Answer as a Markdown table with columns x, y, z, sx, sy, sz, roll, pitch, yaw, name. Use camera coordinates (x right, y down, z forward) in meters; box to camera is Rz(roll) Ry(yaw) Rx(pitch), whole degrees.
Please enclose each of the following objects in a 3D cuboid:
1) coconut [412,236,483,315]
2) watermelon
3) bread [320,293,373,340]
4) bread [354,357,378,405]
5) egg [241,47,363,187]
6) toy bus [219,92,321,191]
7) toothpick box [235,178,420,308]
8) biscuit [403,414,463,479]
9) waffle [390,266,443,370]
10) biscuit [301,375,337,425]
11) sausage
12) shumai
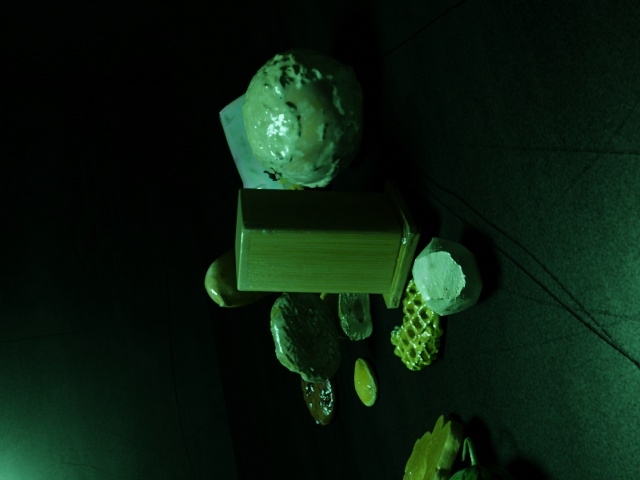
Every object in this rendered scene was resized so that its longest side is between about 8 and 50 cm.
| x | y | z | sx | sy | sz | roll | pitch | yaw | name |
| --- | --- | --- | --- | --- | --- | --- | --- | --- | --- |
| 0.199 | 0.051 | 1.051 | 0.110 | 0.110 | 0.125 | 122 | 133 | -59 | coconut |
| 0.243 | 0.391 | 0.989 | 0.141 | 0.140 | 0.188 | 126 | 134 | -61 | watermelon |
| 0.051 | 0.160 | 1.507 | 0.173 | 0.085 | 0.134 | 161 | 102 | -69 | bread |
| 0.102 | 0.323 | 1.507 | 0.110 | 0.024 | 0.110 | 174 | 90 | -70 | bread |
| -0.034 | -0.255 | 1.376 | 0.310 | 0.279 | 0.279 | 85 | 168 | -60 | egg |
| -0.134 | -0.211 | 1.701 | 0.171 | 0.162 | 0.386 | 50 | -167 | -52 | toy bus |
| 0.000 | 0.000 | 1.230 | 0.188 | 0.307 | 0.190 | -103 | 19 | -54 | toothpick box |
| 0.193 | 0.401 | 1.161 | 0.249 | 0.035 | 0.184 | 110 | -175 | -62 | biscuit |
| 0.173 | 0.149 | 1.231 | 0.149 | 0.051 | 0.194 | -142 | 50 | -62 | waffle |
| -0.005 | 0.404 | 1.783 | 0.192 | 0.049 | 0.192 | 170 | 90 | -66 | biscuit |
| -0.109 | 0.062 | 1.463 | 0.123 | 0.500 | 0.136 | -26 | 81 | 22 | sausage |
| -0.047 | 0.206 | 1.449 | 0.210 | 0.161 | 0.153 | 55 | 157 | -14 | shumai |
